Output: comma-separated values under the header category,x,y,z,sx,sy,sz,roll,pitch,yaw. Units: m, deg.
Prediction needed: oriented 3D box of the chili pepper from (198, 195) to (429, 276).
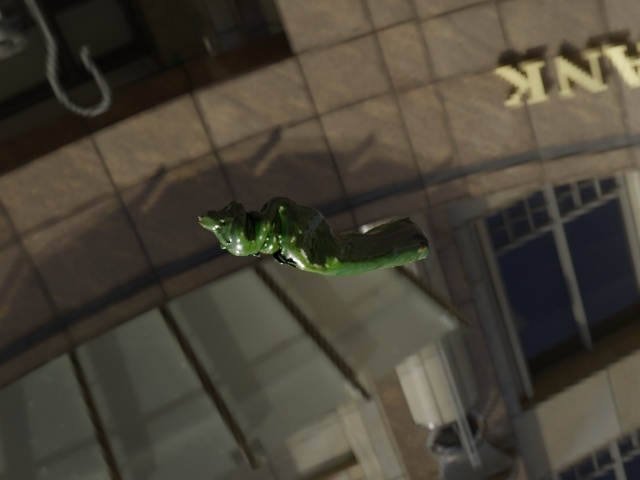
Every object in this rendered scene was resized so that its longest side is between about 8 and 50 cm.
category,x,y,z,sx,sy,sz,roll,pitch,yaw
chili pepper,0.000,0.000,0.433,0.022,0.083,0.027,-36,-125,52
